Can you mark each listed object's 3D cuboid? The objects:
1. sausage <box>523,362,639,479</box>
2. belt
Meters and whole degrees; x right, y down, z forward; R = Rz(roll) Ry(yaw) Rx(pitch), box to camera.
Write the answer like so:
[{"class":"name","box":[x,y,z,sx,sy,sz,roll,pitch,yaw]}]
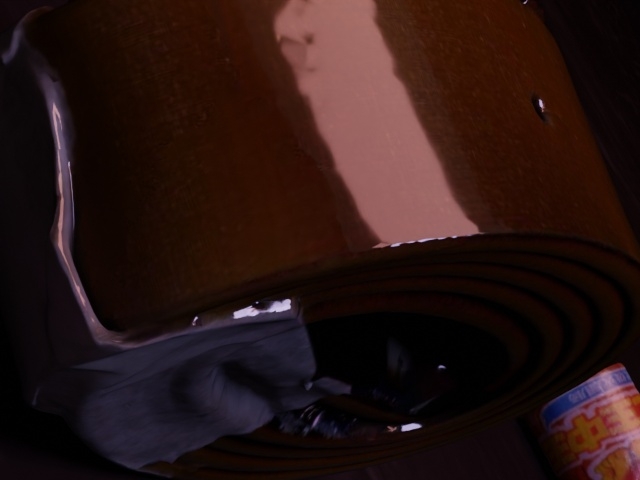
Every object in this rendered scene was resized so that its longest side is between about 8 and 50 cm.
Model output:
[{"class":"sausage","box":[0.215,0.209,1.192,0.274,0.074,0.074,64,19,13]},{"class":"belt","box":[0.000,0.000,0.734,0.338,0.217,0.122,26,43,-65]}]
